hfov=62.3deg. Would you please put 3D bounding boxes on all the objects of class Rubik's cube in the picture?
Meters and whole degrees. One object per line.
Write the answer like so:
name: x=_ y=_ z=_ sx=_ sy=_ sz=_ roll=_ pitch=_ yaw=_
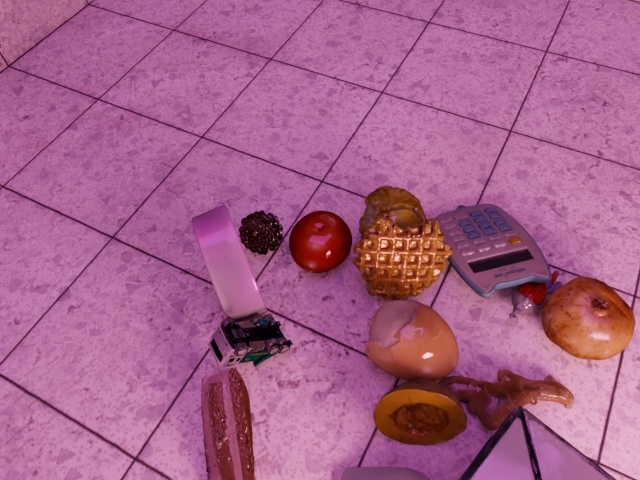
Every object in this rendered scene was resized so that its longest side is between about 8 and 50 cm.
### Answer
Rubik's cube: x=0.426 y=0.548 z=1.103 sx=0.255 sy=0.260 sz=0.259 roll=36 pitch=67 yaw=25

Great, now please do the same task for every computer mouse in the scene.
computer mouse: x=0.150 y=0.582 z=1.206 sx=0.231 sy=0.079 sz=0.128 roll=-2 pitch=53 yaw=6

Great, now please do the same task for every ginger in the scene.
ginger: x=0.467 y=0.390 z=1.322 sx=0.333 sy=0.081 sz=0.148 roll=-7 pitch=40 yaw=-3

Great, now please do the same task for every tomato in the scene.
tomato: x=0.000 y=0.000 z=1.577 sx=0.195 sy=0.136 sz=0.195 roll=-1 pitch=56 yaw=2

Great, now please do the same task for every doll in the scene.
doll: x=0.593 y=0.146 z=1.479 sx=0.102 sy=0.075 sz=0.227 roll=35 pitch=60 yaw=25

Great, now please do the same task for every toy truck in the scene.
toy truck: x=-0.185 y=0.272 z=1.380 sx=0.216 sy=0.116 sz=0.110 roll=5 pitch=40 yaw=-49

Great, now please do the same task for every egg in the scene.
egg: x=0.234 y=0.259 z=1.350 sx=0.244 sy=0.201 sz=0.201 roll=29 pitch=61 yaw=7

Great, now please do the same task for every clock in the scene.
clock: x=-0.250 y=0.059 z=1.437 sx=0.102 sy=0.338 sz=0.338 roll=-21 pitch=57 yaw=-9

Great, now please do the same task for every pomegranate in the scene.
pomegranate: x=0.688 y=0.196 z=1.360 sx=0.215 sy=0.215 sz=0.215 roll=-1 pitch=55 yaw=2

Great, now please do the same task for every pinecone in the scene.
pinecone: x=-0.177 y=-0.026 z=1.617 sx=0.140 sy=0.140 sz=0.121 roll=22 pitch=27 yaw=17

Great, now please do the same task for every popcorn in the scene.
popcorn: x=0.220 y=-0.056 z=1.581 sx=0.204 sy=0.184 sz=0.221 roll=19 pitch=50 yaw=-21

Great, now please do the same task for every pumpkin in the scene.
pumpkin: x=0.239 y=0.393 z=1.265 sx=0.217 sy=0.217 sz=0.110 roll=8 pitch=33 yaw=9

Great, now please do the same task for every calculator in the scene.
calculator: x=0.487 y=0.013 z=1.556 sx=0.256 sy=0.054 sz=0.386 roll=-13 pitch=43 yaw=-4

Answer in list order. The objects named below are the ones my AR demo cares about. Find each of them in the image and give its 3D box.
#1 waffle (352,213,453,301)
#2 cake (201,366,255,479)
waffle: x=0.225 y=0.042 z=1.473 sx=0.291 sy=0.291 sz=0.051 roll=-13 pitch=18 yaw=-5
cake: x=-0.224 y=0.473 z=1.306 sx=0.116 sy=0.113 sz=0.295 roll=-10 pitch=67 yaw=3
